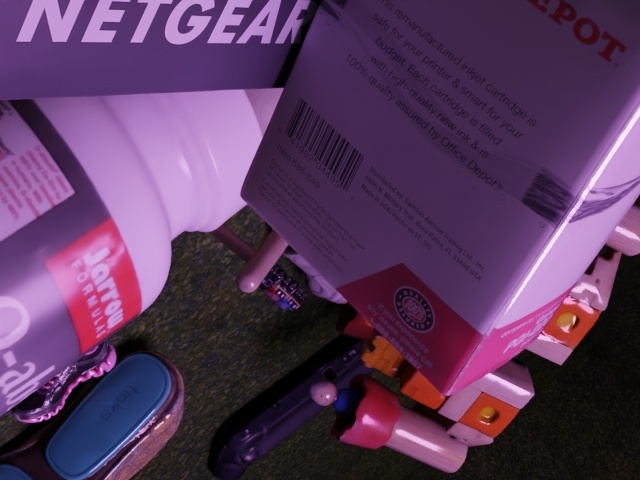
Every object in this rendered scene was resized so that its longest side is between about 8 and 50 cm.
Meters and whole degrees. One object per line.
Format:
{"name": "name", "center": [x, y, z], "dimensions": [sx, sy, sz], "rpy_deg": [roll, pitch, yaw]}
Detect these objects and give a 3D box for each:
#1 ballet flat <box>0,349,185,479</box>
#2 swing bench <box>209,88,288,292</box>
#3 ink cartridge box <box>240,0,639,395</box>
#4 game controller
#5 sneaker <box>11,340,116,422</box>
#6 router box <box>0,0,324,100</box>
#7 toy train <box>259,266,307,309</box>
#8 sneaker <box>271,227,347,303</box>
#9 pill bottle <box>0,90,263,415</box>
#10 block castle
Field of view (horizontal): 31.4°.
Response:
{"name": "ballet flat", "center": [-0.274, 0.253, 1.160], "dimensions": [0.348, 0.123, 0.123], "rpy_deg": [-42, 158, -19]}
{"name": "swing bench", "center": [0.003, -0.129, 0.946], "dimensions": [0.254, 0.165, 0.253], "rpy_deg": [-28, 152, -50]}
{"name": "ink cartridge box", "center": [0.073, -0.065, 0.524], "dimensions": [0.092, 0.158, 0.218], "rpy_deg": [-22, 148, -44]}
{"name": "game controller", "center": [-0.030, 0.238, 1.677], "dimensions": [0.319, 0.067, 0.166], "rpy_deg": [-33, 169, -30]}
{"name": "sneaker", "center": [-0.248, 0.122, 1.083], "dimensions": [0.119, 0.047, 0.057], "rpy_deg": [-42, 153, -32]}
{"name": "router box", "center": [-0.130, -0.167, 0.517], "dimensions": [0.309, 0.243, 0.081], "rpy_deg": [-13, 140, -54]}
{"name": "toy train", "center": [-0.050, 0.055, 1.343], "dimensions": [0.036, 0.027, 0.158], "rpy_deg": [-43, 158, 0]}
{"name": "sneaker", "center": [0.000, 0.000, 1.277], "dimensions": [0.262, 0.121, 0.099], "rpy_deg": [127, -25, -71]}
{"name": "pill bottle", "center": [-0.222, -0.001, 0.680], "dimensions": [0.363, 0.210, 0.210], "rpy_deg": [-37, 157, -23]}
{"name": "block castle", "center": [0.163, 0.029, 1.351], "dimensions": [0.453, 0.212, 0.303], "rpy_deg": [-57, -165, 30]}
